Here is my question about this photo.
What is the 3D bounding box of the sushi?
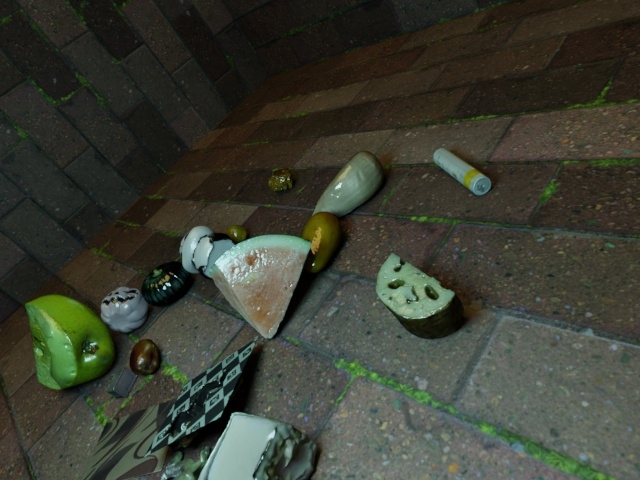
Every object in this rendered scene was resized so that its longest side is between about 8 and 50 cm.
[{"bbox_3d":[-0.295,0.429,1.183,0.294,0.059,0.292,-34,15,21],"label":"sushi"}]

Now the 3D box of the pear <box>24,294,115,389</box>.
[{"bbox_3d":[-0.881,0.378,1.618,0.317,0.343,0.238,14,21,28],"label":"pear"}]

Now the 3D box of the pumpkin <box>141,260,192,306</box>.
[{"bbox_3d":[-0.608,0.166,1.748,0.201,0.140,0.202,-19,31,12],"label":"pumpkin"}]

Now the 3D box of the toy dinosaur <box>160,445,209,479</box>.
[{"bbox_3d":[-0.306,0.569,1.002,0.162,0.077,0.294,-46,13,1],"label":"toy dinosaur"}]

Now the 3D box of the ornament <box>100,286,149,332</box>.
[{"bbox_3d":[-0.764,0.266,1.742,0.177,0.178,0.178,-25,33,18],"label":"ornament"}]

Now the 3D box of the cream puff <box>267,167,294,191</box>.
[{"bbox_3d":[-0.170,-0.260,1.950,0.122,0.094,0.116,-17,32,-15],"label":"cream puff"}]

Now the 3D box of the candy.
[{"bbox_3d":[-0.129,0.466,0.910,0.195,0.137,0.185,-9,40,38],"label":"candy"}]

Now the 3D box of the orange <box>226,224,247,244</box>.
[{"bbox_3d":[-0.343,-0.024,1.806,0.095,0.085,0.085,15,57,49],"label":"orange"}]

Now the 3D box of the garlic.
[{"bbox_3d":[0.094,-0.169,1.568,0.338,0.151,0.196,-48,6,-5],"label":"garlic"}]

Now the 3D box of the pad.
[{"bbox_3d":[-0.545,0.582,1.276,0.330,0.004,0.220,-23,34,19],"label":"pad"}]

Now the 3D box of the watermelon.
[{"bbox_3d":[-0.165,0.099,1.302,0.282,0.251,0.293,-8,42,-28],"label":"watermelon"}]

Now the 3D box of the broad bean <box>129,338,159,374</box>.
[{"bbox_3d":[-0.598,0.393,1.501,0.165,0.084,0.114,2,50,54],"label":"broad bean"}]

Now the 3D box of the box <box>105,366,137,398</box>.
[{"bbox_3d":[-0.665,0.478,1.479,0.063,0.060,0.085,-23,35,28],"label":"box"}]

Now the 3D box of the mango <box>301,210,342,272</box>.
[{"bbox_3d":[0.000,0.000,1.420,0.138,0.113,0.254,-18,38,27],"label":"mango"}]

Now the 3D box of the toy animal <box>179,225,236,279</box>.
[{"bbox_3d":[-0.441,0.044,1.704,0.235,0.165,0.187,18,92,35],"label":"toy animal"}]

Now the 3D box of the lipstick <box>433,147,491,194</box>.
[{"bbox_3d":[0.424,-0.215,1.352,0.059,0.059,0.264,-33,31,5],"label":"lipstick"}]

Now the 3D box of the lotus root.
[{"bbox_3d":[0.221,0.133,1.033,0.138,0.119,0.235,-37,33,-3],"label":"lotus root"}]
